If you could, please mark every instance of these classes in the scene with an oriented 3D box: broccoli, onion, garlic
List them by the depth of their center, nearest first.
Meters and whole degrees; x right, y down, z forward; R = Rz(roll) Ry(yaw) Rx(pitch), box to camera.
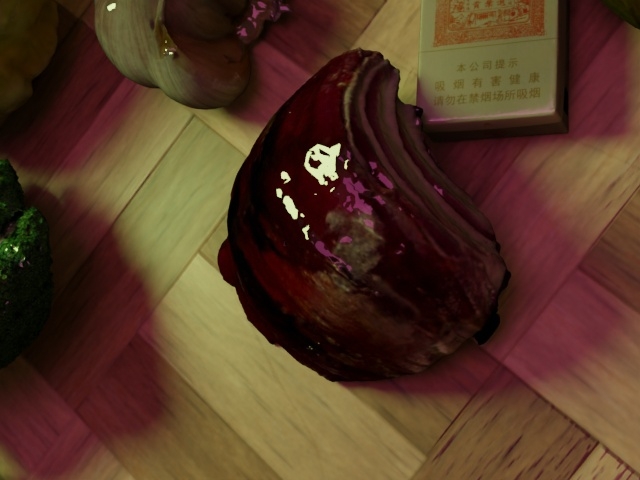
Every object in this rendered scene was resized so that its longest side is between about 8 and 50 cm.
[{"bbox_3d":[0.000,0.000,0.952,0.280,0.146,0.314,-43,68,25],"label":"onion"},{"bbox_3d":[-0.117,-0.260,1.070,0.256,0.207,0.207,-35,59,54],"label":"garlic"},{"bbox_3d":[-0.425,0.035,1.092,0.308,0.275,0.308,-29,48,39],"label":"broccoli"}]

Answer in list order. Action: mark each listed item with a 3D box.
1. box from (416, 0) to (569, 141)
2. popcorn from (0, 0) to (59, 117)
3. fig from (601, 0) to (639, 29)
[{"bbox_3d":[0.167,-0.200,0.992,0.141,0.058,0.201,0,76,24],"label":"box"},{"bbox_3d":[-0.447,-0.261,1.126,0.293,0.334,0.292,-31,50,42],"label":"popcorn"},{"bbox_3d":[0.314,-0.232,0.908,0.190,0.190,0.290,-18,107,20],"label":"fig"}]
